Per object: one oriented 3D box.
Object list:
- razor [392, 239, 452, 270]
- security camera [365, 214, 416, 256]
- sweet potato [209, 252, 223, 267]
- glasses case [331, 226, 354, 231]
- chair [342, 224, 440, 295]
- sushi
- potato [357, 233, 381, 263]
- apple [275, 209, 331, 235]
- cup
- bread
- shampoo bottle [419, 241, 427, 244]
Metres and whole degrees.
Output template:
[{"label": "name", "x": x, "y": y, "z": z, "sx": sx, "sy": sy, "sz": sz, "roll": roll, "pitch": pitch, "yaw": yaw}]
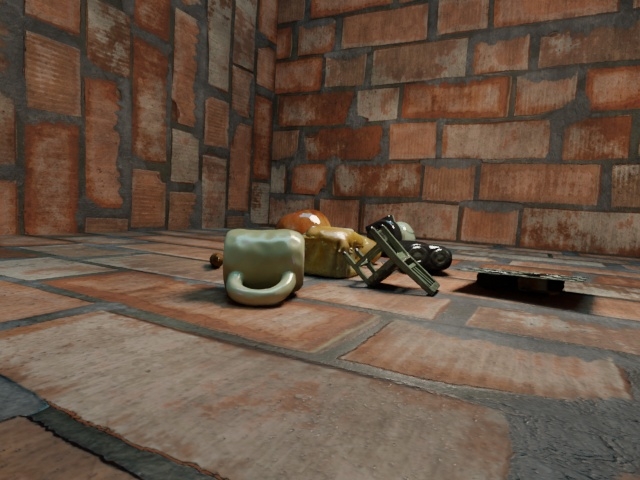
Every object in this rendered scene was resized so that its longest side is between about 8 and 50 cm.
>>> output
[{"label": "razor", "x": 0.412, "y": 0.063, "z": 1.741, "sx": 0.204, "sy": 0.113, "sz": 0.349, "roll": 4, "pitch": 3, "yaw": 2}, {"label": "security camera", "x": 0.391, "y": -0.012, "z": 2.206, "sx": 0.197, "sy": 0.191, "sz": 0.277, "roll": -29, "pitch": -19, "yaw": 36}, {"label": "sweet potato", "x": -0.368, "y": 0.069, "z": 1.496, "sx": 0.056, "sy": 0.056, "sz": 0.195, "roll": 1, "pitch": -4, "yaw": -19}, {"label": "glasses case", "x": 0.000, "y": 0.000, "z": 2.077, "sx": 0.336, "sy": 0.144, "sz": 0.076, "roll": 7, "pitch": 7, "yaw": 27}, {"label": "chair", "x": 0.218, "y": 0.094, "z": 1.303, "sx": 0.270, "sy": 0.147, "sz": 0.136, "roll": 49, "pitch": 21, "yaw": 12}, {"label": "sushi", "x": 0.638, "y": 0.135, "z": 1.335, "sx": 0.359, "sy": 0.064, "sz": 0.343, "roll": 5, "pitch": 1, "yaw": 36}, {"label": "potato", "x": 0.151, "y": 0.040, "z": 1.801, "sx": 0.234, "sy": 0.146, "sz": 0.150, "roll": 2, "pitch": 37, "yaw": -16}, {"label": "apple", "x": -0.073, "y": -0.016, "z": 1.859, "sx": 0.253, "sy": 0.253, "sz": 0.253, "roll": 3, "pitch": 5, "yaw": 0}, {"label": "cup", "x": -0.143, "y": 0.058, "z": 1.075, "sx": 0.202, "sy": 0.173, "sz": 0.255, "roll": 1, "pitch": 4, "yaw": -3}, {"label": "bread", "x": 0.055, "y": 0.047, "z": 1.440, "sx": 0.251, "sy": 0.174, "sz": 0.133, "roll": 6, "pitch": 6, "yaw": -22}, {"label": "shampoo bottle", "x": 0.514, "y": 0.052, "z": 2.110, "sx": 0.085, "sy": 0.085, "sz": 0.244, "roll": 3, "pitch": 5, "yaw": 5}]
